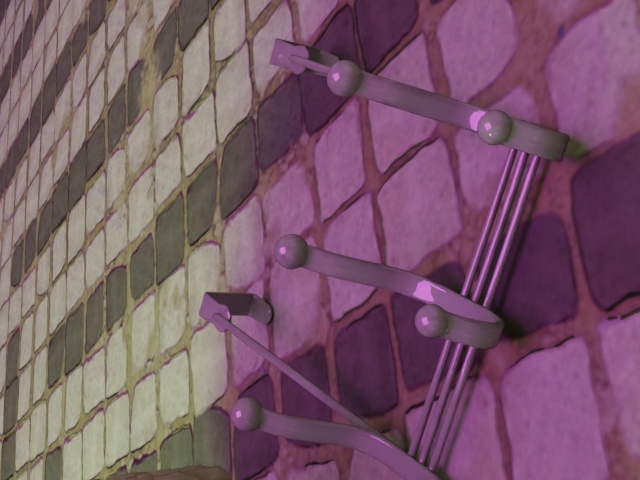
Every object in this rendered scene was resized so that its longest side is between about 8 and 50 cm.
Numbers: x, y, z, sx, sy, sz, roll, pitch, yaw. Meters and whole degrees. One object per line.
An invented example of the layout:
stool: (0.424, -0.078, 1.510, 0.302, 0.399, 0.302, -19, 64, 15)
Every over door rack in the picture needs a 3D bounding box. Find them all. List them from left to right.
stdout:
over door rack: (0.000, 0.000, 0.627, 0.324, 0.108, 0.239, 35, 111, 58)

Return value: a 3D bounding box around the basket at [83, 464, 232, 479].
basket: (-0.170, 0.324, 0.495, 0.266, 0.331, 0.328, -45, 62, 23)
